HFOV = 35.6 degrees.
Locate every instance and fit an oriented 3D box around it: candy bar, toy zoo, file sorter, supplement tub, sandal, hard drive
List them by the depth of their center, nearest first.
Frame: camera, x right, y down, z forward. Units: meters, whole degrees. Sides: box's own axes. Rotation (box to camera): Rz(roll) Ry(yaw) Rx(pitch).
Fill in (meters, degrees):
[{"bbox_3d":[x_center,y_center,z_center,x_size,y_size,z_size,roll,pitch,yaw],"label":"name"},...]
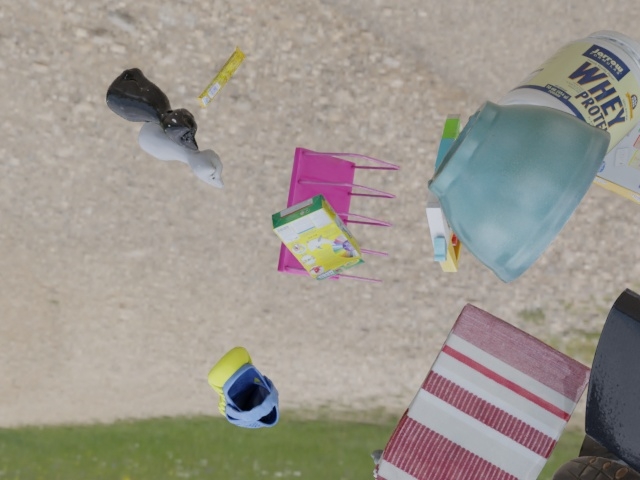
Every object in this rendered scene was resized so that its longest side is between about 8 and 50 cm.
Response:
[{"bbox_3d":[0.469,0.217,1.462,0.054,0.254,0.172,-13,-149,-30],"label":"hard drive"},{"bbox_3d":[0.250,-0.076,1.927,0.030,0.293,0.192,1,142,20],"label":"toy zoo"},{"bbox_3d":[-0.139,0.338,2.067,0.138,0.126,0.317,43,170,23],"label":"sandal"},{"bbox_3d":[0.534,-0.278,2.093,0.235,0.325,0.235,34,148,26],"label":"supplement tub"},{"bbox_3d":[-0.223,-0.366,2.243,0.018,0.161,0.040,28,166,35],"label":"candy bar"},{"bbox_3d":[0.053,-0.052,2.307,0.182,0.290,0.202,7,177,41],"label":"file sorter"}]

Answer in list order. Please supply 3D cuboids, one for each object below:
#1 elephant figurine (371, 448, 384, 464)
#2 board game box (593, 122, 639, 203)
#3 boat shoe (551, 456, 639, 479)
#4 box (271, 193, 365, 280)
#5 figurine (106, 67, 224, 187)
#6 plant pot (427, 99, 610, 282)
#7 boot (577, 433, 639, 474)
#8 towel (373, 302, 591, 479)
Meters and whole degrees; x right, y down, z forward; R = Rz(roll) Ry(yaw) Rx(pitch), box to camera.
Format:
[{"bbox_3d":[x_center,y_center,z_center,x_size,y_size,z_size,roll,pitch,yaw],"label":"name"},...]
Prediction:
[{"bbox_3d":[0.242,0.482,2.227,0.186,0.169,0.239,21,-174,-10],"label":"elephant figurine"},{"bbox_3d":[0.818,-0.180,2.289,0.317,0.242,0.064,29,174,26],"label":"board game box"},{"bbox_3d":[0.474,0.454,1.476,0.132,0.130,0.355,-25,-150,-17],"label":"boat shoe"},{"bbox_3d":[0.000,0.000,1.799,0.105,0.043,0.179,-22,133,16],"label":"box"},{"bbox_3d":[-0.274,-0.197,1.862,0.209,0.092,0.215,35,167,32],"label":"figurine"},{"bbox_3d":[0.299,-0.105,1.615,0.196,0.293,0.293,33,160,-1],"label":"plant pot"},{"bbox_3d":[0.724,0.475,1.764,0.445,0.367,0.146,-21,-168,36],"label":"boot"},{"bbox_3d":[0.262,0.296,1.614,0.237,0.329,0.037,29,177,3],"label":"towel"}]
